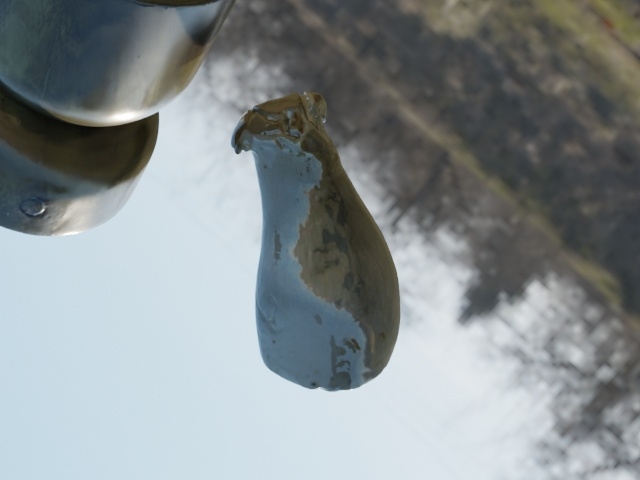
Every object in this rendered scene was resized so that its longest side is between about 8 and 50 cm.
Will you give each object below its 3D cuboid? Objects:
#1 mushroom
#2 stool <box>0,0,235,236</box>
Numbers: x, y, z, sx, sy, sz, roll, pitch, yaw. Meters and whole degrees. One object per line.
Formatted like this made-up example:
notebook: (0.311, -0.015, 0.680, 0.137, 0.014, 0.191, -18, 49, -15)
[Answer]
mushroom: (0.000, 0.000, 1.473, 0.093, 0.116, 0.225, -130, 33, -69)
stool: (-0.171, -0.149, 1.358, 0.179, 0.264, 0.179, 15, -131, -17)
